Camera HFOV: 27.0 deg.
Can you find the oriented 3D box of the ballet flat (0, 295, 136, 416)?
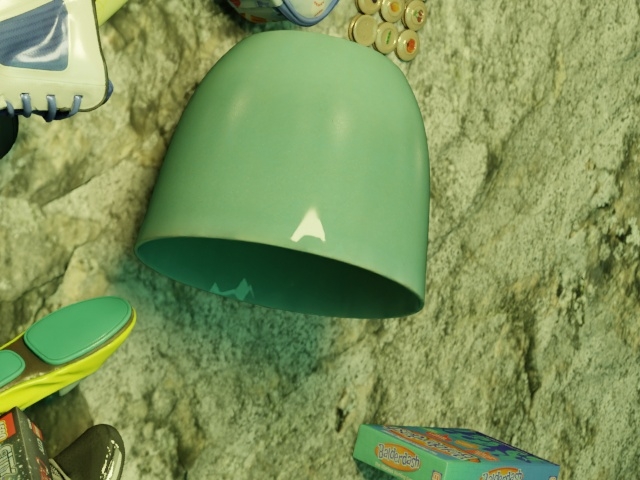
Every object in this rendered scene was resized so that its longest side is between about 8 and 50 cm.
[{"bbox_3d":[-0.285,0.131,1.321,0.231,0.077,0.077,-28,139,-28],"label":"ballet flat"}]

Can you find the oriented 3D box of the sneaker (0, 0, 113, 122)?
[{"bbox_3d":[-0.277,-0.136,1.117,0.182,0.127,0.316,39,74,-28],"label":"sneaker"}]

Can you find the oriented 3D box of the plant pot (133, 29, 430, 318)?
[{"bbox_3d":[-0.022,-0.071,1.349,0.293,0.293,0.235,22,72,-41],"label":"plant pot"}]

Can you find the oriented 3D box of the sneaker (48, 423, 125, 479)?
[{"bbox_3d":[-0.299,0.265,1.328,0.132,0.086,0.229,40,76,-36],"label":"sneaker"}]

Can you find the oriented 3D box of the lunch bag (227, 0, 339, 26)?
[{"bbox_3d":[-0.053,-0.386,1.344,0.243,0.115,0.303,-53,129,-19],"label":"lunch bag"}]

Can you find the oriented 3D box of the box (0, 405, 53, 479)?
[{"bbox_3d":[-0.309,0.275,1.192,0.159,0.233,0.044,-34,129,3],"label":"box"}]

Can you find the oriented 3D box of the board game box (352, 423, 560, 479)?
[{"bbox_3d":[0.171,0.276,1.669,0.210,0.160,0.047,9,95,-41],"label":"board game box"}]

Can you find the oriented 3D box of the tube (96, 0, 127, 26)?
[{"bbox_3d":[-0.229,-0.229,1.265,0.240,0.062,0.070,-41,84,-6],"label":"tube"}]

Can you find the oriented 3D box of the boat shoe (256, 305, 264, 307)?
[{"bbox_3d":[0.000,0.000,1.517,0.206,0.065,0.075,-47,126,-21],"label":"boat shoe"}]

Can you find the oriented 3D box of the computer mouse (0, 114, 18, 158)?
[{"bbox_3d":[-0.364,-0.163,1.166,0.184,0.060,0.262,-21,119,-24],"label":"computer mouse"}]

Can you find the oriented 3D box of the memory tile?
[{"bbox_3d":[0.089,-0.289,1.550,0.113,0.012,0.148,12,94,-41],"label":"memory tile"}]
